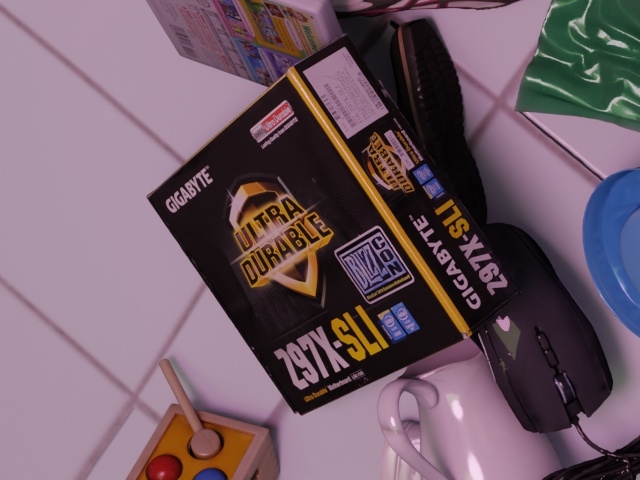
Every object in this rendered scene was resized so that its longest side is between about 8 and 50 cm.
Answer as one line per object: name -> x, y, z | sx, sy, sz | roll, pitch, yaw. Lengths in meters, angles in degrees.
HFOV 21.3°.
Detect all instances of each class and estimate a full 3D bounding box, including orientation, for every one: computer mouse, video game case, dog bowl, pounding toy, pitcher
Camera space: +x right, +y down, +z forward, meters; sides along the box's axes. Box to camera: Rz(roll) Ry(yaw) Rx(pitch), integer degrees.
computer mouse -> 0.228, 0.090, 1.448 | 0.184, 0.060, 0.262 | -23, 86, -4
video game case -> -0.062, -0.184, 1.464 | 0.193, 0.212, 0.023 | 21, 75, 18
dog bowl -> 0.344, 0.034, 1.346 | 0.297, 0.074, 0.166 | 31, 136, 35
pounding toy -> -0.120, 0.211, 1.661 | 0.130, 0.141, 0.100 | 13, 141, 22
pitcher -> 0.128, 0.194, 1.499 | 0.125, 0.177, 0.207 | -16, 99, 40

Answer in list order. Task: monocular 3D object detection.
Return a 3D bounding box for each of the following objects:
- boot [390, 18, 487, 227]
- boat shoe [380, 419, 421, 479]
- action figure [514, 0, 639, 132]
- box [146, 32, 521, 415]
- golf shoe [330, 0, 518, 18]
boot -> 0.056, -0.088, 1.502 | 0.137, 0.077, 0.198 | -5, 104, 33
boat shoe -> 0.095, 0.260, 1.610 | 0.063, 0.066, 0.184 | 7, 101, 25
action figure -> 0.288, -0.128, 1.377 | 0.232, 0.063, 0.137 | 24, 115, 14
box -> 0.000, 0.000, 1.477 | 0.257, 0.079, 0.322 | 55, 148, -2
golf shoe -> 0.086, -0.229, 1.410 | 0.272, 0.120, 0.105 | -10, 101, 27
